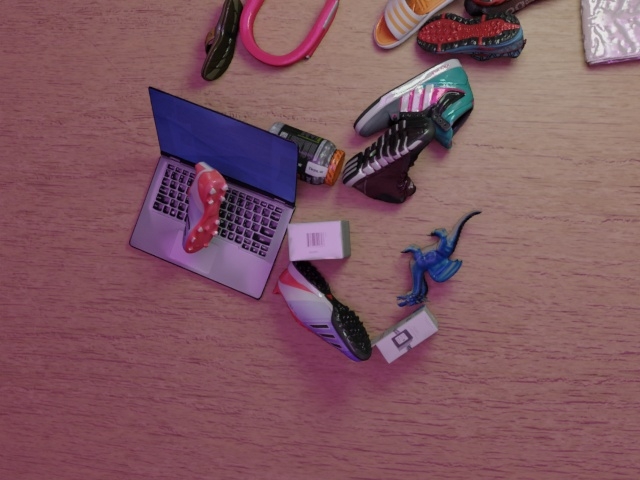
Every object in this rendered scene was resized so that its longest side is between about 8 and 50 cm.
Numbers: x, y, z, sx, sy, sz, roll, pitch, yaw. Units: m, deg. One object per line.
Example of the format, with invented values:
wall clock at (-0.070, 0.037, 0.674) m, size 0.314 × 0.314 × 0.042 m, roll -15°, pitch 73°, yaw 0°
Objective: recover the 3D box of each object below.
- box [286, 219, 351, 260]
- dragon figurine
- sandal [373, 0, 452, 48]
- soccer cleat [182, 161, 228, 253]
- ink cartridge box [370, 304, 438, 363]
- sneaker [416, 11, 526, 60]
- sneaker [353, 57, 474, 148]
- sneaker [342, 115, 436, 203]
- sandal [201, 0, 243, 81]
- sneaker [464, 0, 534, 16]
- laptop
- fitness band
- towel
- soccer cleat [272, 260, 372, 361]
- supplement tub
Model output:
box at (0.000, 0.000, 1.793) m, size 0.130 × 0.170 × 0.090 m, roll -4°, pitch 90°, yaw 10°
dragon figurine at (0.291, 0.049, 1.789) m, size 0.289 × 0.085 × 0.144 m, roll -34°, pitch 87°, yaw 10°
sandal at (0.222, -0.566, 1.754) m, size 0.265 × 0.076 × 0.101 m, roll -35°, pitch 67°, yaw 23°
soccer cleat at (-0.287, -0.074, 1.778) m, size 0.095 × 0.083 × 0.248 m, roll 50°, pitch 136°, yaw 27°
ink cartridge box at (0.196, 0.235, 1.803) m, size 0.180 × 0.104 × 0.060 m, roll -36°, pitch 89°, yaw 10°
sneaker at (0.353, -0.460, 1.751) m, size 0.262 × 0.125 × 0.104 m, roll 12°, pitch 76°, yaw 34°
sneaker at (0.242, -0.284, 1.773) m, size 0.296 × 0.124 × 0.178 m, roll -30°, pitch 77°, yaw 8°
sneaker at (0.197, -0.178, 1.756) m, size 0.163 × 0.106 × 0.281 m, roll 35°, pitch 139°, yaw -27°
sandal at (-0.257, -0.506, 1.864) m, size 0.060 × 0.090 × 0.219 m, roll 18°, pitch 97°, yaw 25°
sneaker at (0.454, -0.584, 1.736) m, size 0.276 × 0.135 × 0.097 m, roll -16°, pitch 76°, yaw -13°
laptop at (-0.274, -0.101, 1.803) m, size 0.382 × 0.236 × 0.407 m, roll 22°, pitch 95°, yaw 9°
fitness band at (-0.076, -0.571, 1.849) m, size 0.209 × 0.054 × 0.290 m, roll 33°, pitch 96°, yaw 10°
towel at (0.757, -0.586, 1.704) m, size 0.317 × 0.053 × 0.331 m, roll -5°, pitch 89°, yaw 10°
soccer cleat at (0.003, 0.188, 1.805) m, size 0.116 × 0.109 × 0.318 m, roll -51°, pitch 62°, yaw 20°
supplement tub at (-0.043, -0.207, 1.820) m, size 0.191 × 0.117 × 0.116 m, roll 22°, pitch 95°, yaw 9°
